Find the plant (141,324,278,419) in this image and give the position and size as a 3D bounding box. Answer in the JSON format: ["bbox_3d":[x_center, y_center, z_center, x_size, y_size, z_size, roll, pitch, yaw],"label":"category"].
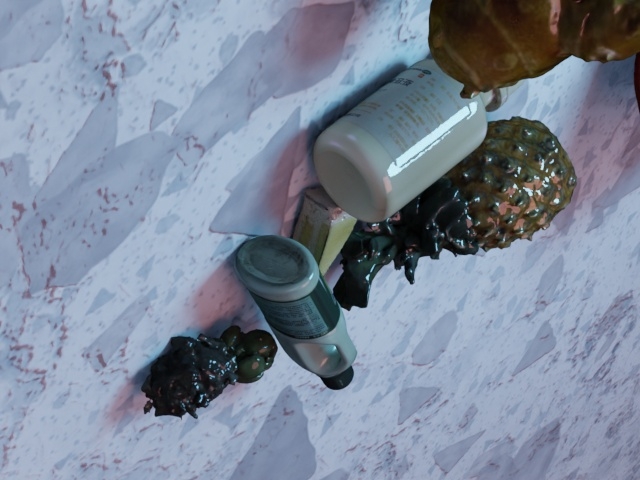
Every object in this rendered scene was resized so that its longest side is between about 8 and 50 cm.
[{"bbox_3d":[-0.113,0.133,1.890,0.174,0.087,0.085,-20,169,-39],"label":"plant"}]

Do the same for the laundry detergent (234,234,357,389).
[{"bbox_3d":[-0.014,0.088,1.914,0.070,0.099,0.226,-58,144,-25],"label":"laundry detergent"}]

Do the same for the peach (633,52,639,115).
[{"bbox_3d":[0.568,-0.229,2.244,0.406,0.310,0.335,-48,-170,-24],"label":"peach"}]

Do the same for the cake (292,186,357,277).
[{"bbox_3d":[0.000,0.000,1.928,0.065,0.052,0.121,-27,145,-47],"label":"cake"}]

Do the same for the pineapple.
[{"bbox_3d":[0.140,-0.021,2.047,0.310,0.141,0.170,-30,171,-24],"label":"pineapple"}]

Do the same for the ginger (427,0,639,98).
[{"bbox_3d":[0.231,-0.312,1.690,0.152,0.274,0.357,22,69,-47],"label":"ginger"}]

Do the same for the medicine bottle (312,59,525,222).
[{"bbox_3d":[0.113,-0.127,1.885,0.252,0.114,0.114,-38,149,-27],"label":"medicine bottle"}]
